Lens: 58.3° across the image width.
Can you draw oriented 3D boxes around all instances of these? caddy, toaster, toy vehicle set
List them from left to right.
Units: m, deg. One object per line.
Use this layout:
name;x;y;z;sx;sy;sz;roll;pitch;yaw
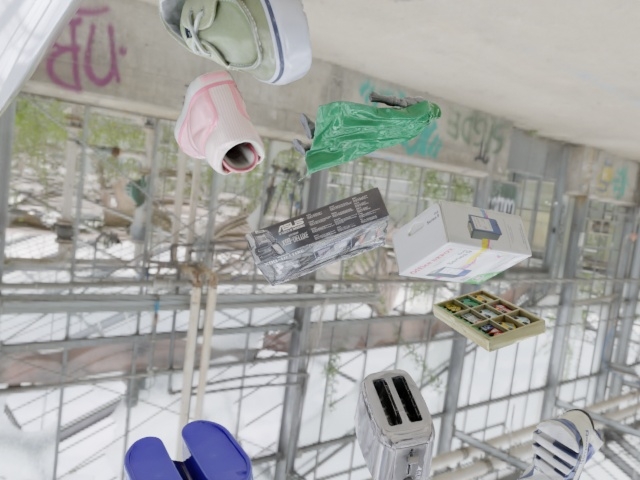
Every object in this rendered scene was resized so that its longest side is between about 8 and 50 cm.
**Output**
caddy;-0.258;0.517;1.152;0.241;0.179;0.341;-10;-164;-28
toaster;0.143;0.360;1.137;0.129;0.147;0.227;-4;-143;-11
toy vehicle set;0.437;0.204;1.517;0.165;0.035;0.267;-15;-163;-16

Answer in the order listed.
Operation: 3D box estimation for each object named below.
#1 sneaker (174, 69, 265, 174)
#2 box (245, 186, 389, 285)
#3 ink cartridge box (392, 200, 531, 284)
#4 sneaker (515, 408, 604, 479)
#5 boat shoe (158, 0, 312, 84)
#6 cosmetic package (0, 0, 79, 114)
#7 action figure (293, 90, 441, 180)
sneaker;-0.084;-0.078;0.476;0.051;0.070;0.134;-25;175;-20
box;0.000;0.000;1.321;0.307;0.077;0.242;-20;164;-1
ink cartridge box;0.269;0.010;1.107;0.212;0.093;0.154;10;149;-28
sneaker;0.565;0.510;1.327;0.182;0.316;0.127;-18;-143;-35
boat shoe;-0.101;-0.227;0.618;0.094;0.109;0.302;-19;-150;-18
cosmetic package;-0.282;-0.289;0.592;0.097;0.377;0.285;36;-147;-28
action figure;0.077;-0.163;0.807;0.232;0.064;0.137;-16;154;-26
